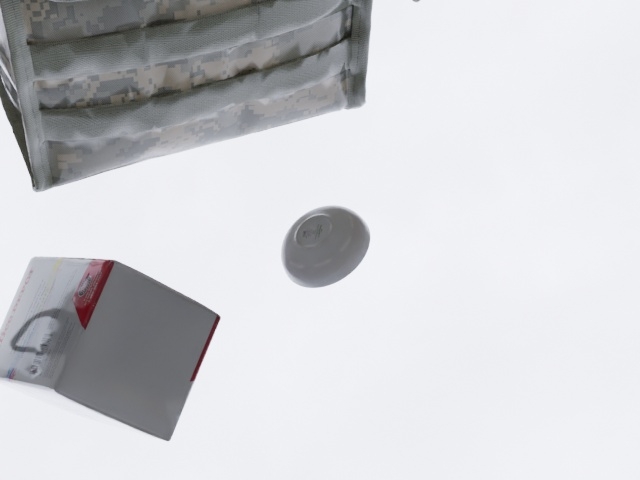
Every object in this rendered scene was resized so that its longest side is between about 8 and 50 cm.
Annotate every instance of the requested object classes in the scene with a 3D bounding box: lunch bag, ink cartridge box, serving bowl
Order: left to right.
[{"bbox_3d":[-0.206,0.096,1.228,0.176,0.127,0.128,2,-113,54],"label":"ink cartridge box"},{"bbox_3d":[-0.091,-0.193,0.791,0.235,0.287,0.169,-16,-126,-16],"label":"lunch bag"},{"bbox_3d":[0.000,0.000,1.152,0.083,0.027,0.083,-17,-134,19],"label":"serving bowl"}]

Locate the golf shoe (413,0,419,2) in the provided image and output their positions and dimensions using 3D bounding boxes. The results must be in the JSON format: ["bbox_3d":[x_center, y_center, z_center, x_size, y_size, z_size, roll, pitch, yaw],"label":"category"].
[{"bbox_3d":[0.021,-0.282,1.348,0.186,0.067,0.086,0,-107,-6],"label":"golf shoe"}]
